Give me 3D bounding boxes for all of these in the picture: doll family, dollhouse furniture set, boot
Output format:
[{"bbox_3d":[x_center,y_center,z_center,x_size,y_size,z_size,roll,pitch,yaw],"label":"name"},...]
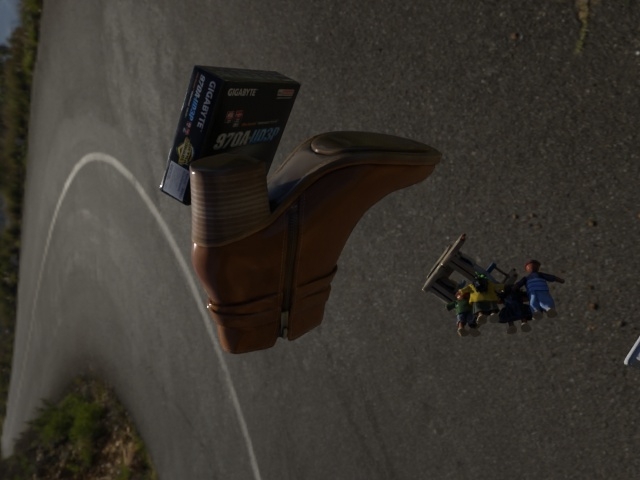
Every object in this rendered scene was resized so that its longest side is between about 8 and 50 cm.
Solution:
[{"bbox_3d":[0.309,0.094,0.936,0.111,0.193,0.076,-81,-16,-47],"label":"doll family"},{"bbox_3d":[0.305,0.066,1.124,0.129,0.184,0.129,36,107,8],"label":"dollhouse furniture set"},{"bbox_3d":[0.000,0.000,0.426,0.073,0.197,0.152,-129,32,-60],"label":"boot"}]

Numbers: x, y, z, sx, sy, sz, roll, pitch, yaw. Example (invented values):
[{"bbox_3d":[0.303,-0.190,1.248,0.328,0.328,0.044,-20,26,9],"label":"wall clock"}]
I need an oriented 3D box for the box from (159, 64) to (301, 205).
[{"bbox_3d":[-0.122,-0.153,0.789,0.051,0.220,0.175,29,113,14],"label":"box"}]

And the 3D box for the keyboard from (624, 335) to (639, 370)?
[{"bbox_3d":[0.297,-0.015,0.396,0.014,0.072,0.256,34,98,41],"label":"keyboard"}]
